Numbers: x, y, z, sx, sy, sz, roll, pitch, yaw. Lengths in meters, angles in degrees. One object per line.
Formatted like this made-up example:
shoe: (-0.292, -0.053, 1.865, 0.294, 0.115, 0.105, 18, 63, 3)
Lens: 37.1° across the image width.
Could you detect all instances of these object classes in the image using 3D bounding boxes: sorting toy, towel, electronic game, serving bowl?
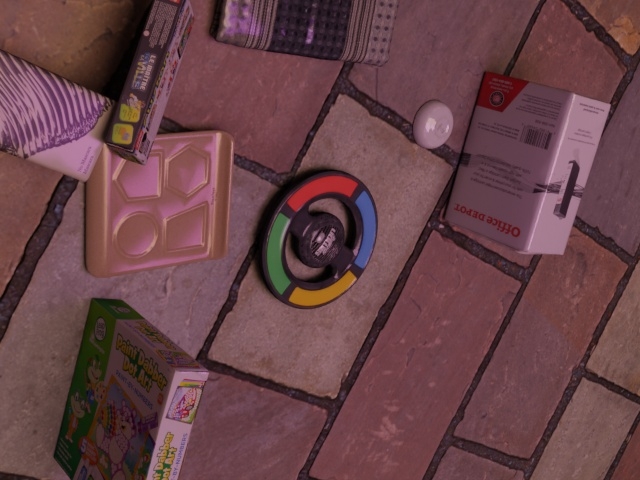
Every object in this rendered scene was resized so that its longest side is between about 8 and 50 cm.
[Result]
sorting toy: (-0.221, -0.054, 1.307, 0.208, 0.038, 0.193, -7, 113, -32)
towel: (0.001, -0.419, 1.332, 0.312, 0.056, 0.324, 0, 110, -36)
electronic game: (0.000, 0.000, 1.498, 0.229, 0.048, 0.229, -16, 118, -33)
serving bowl: (0.193, -0.191, 1.590, 0.083, 0.027, 0.083, -17, 119, -34)

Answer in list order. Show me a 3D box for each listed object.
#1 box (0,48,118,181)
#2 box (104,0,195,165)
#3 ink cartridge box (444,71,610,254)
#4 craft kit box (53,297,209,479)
box: (-0.379, -0.166, 1.086, 0.275, 0.094, 0.113, 20, 94, -43)
box: (-0.208, -0.203, 1.182, 0.036, 0.114, 0.207, 18, 85, -1)
ink cartridge box: (0.347, -0.130, 1.626, 0.114, 0.197, 0.272, 6, 104, -41)
craft kit box: (-0.256, 0.233, 1.250, 0.061, 0.250, 0.246, 11, 100, -40)
